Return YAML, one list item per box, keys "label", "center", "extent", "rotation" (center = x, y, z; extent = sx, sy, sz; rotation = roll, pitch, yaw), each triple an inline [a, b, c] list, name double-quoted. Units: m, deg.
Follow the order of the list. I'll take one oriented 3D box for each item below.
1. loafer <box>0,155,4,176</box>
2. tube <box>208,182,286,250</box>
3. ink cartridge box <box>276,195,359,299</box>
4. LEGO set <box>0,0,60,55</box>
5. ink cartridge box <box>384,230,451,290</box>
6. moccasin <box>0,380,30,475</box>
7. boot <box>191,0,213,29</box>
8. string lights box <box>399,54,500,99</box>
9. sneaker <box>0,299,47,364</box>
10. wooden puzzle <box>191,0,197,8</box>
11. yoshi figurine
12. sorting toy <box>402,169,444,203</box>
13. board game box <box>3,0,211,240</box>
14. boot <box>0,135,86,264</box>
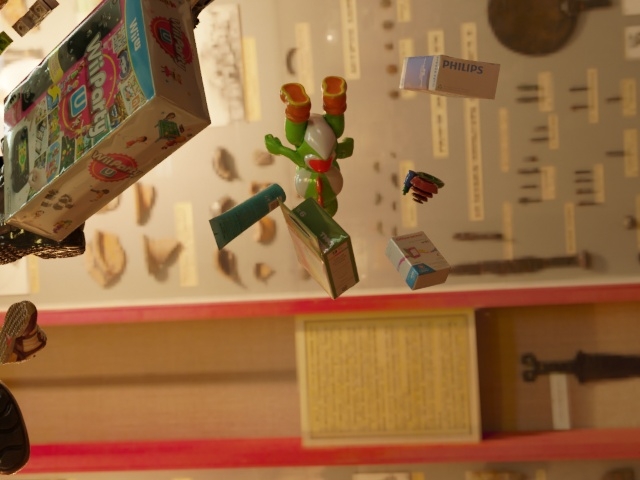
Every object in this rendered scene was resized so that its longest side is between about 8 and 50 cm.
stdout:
- label: "loafer"
  center: [-0.659, -0.144, 1.939]
  extent: [0.080, 0.220, 0.078]
  rotation: [-36, -63, -37]
- label: "tube"
  center: [-0.168, -0.061, 2.141]
  extent: [0.207, 0.052, 0.080]
  rotation: [-36, -61, -33]
- label: "ink cartridge box"
  center: [0.000, 0.000, 1.548]
  extent: [0.109, 0.062, 0.209]
  rotation: [47, 166, 30]
- label: "LEGO set"
  center: [-0.441, -0.282, 1.247]
  extent: [0.087, 0.227, 0.093]
  rotation: [47, -151, -16]
- label: "ink cartridge box"
  center: [0.209, 0.042, 2.015]
  extent: [0.122, 0.088, 0.052]
  rotation: [55, 145, 38]
- label: "moccasin"
  center: [-0.741, 0.341, 1.964]
  extent: [0.139, 0.380, 0.147]
  rotation: [-41, -18, -29]
- label: "boot"
  center: [-0.404, -0.502, 2.149]
  extent: [0.146, 0.445, 0.367]
  rotation: [45, -174, 11]
- label: "string lights box"
  center: [0.271, -0.350, 1.993]
  extent: [0.259, 0.133, 0.077]
  rotation: [-137, 55, -76]
- label: "sneaker"
  center: [-0.570, 0.175, 1.819]
  extent: [0.185, 0.084, 0.070]
  rotation: [-49, 56, 40]
- label: "wooden puzzle"
  center: [-0.206, -0.412, 1.429]
  extent: [0.080, 0.348, 0.322]
  rotation: [41, -150, -21]
- label: "yoshi figurine"
  center: [-0.014, -0.225, 2.254]
  extent: [0.203, 0.203, 0.362]
  rotation: [-44, -36, -40]
- label: "sorting toy"
  center: [0.164, -0.084, 1.524]
  extent: [0.042, 0.061, 0.102]
  rotation: [-67, -11, 15]
- label: "board game box"
  center: [-0.288, -0.171, 1.212]
  extent: [0.097, 0.303, 0.224]
  rotation: [25, -138, -45]
- label: "boot"
  center: [-0.558, -0.076, 1.639]
  extent: [0.118, 0.338, 0.223]
  rotation: [60, -153, -74]
